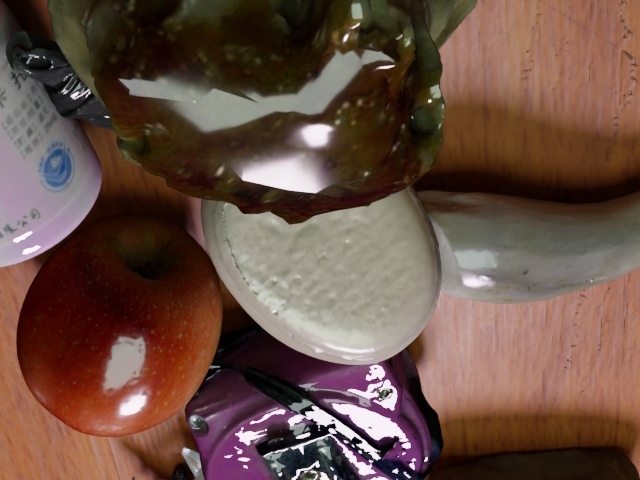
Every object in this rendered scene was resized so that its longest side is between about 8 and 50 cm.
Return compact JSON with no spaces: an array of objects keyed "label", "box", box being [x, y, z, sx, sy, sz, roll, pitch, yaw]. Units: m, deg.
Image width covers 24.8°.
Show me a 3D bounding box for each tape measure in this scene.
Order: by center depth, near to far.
[{"label":"tape measure","box":[-0.011,0.172,1.399,0.231,0.149,0.245,-23,129,12]}]

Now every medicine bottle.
[{"label":"medicine bottle","box":[-0.284,-0.111,1.125,0.152,0.152,0.254,-17,131,9]}]

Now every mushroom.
[{"label":"mushroom","box":[0.214,-0.004,1.309,0.270,0.103,0.118,-8,130,-10]}]

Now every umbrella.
[{"label":"umbrella","box":[-0.155,-0.111,1.145,0.066,0.059,0.235,-45,149,19]}]

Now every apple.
[{"label":"apple","box":[-0.175,0.075,1.278,0.181,0.181,0.168,15,131,-18]}]

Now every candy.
[{"label":"candy","box":[0.227,0.289,1.556,0.233,0.102,0.104,-1,131,-3]}]

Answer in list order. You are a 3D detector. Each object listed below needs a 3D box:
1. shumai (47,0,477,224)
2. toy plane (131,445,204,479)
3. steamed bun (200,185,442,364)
[{"label":"shumai","box":[-0.042,-0.181,0.978,0.324,0.323,0.397,-34,126,24]},{"label":"toy plane","box":[-0.129,0.284,1.541,0.162,0.066,0.171,11,131,-15]},{"label":"steamed bun","box":[0.000,0.000,1.244,0.177,0.130,0.228,-46,102,-6]}]
